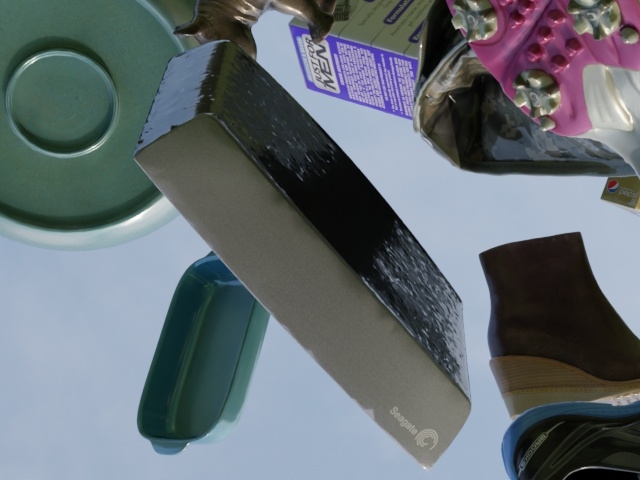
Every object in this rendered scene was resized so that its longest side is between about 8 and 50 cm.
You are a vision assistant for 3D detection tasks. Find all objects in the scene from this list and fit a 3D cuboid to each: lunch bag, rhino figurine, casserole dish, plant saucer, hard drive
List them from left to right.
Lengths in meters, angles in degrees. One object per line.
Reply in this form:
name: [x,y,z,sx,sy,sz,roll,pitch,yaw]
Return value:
plant saucer: [-0.233,-0.130,1.407,0.317,0.318,0.044,34,-164,-14]
casserole dish: [-0.091,0.095,1.299,0.037,0.114,0.188,31,-115,-37]
rhino figurine: [-0.032,-0.201,1.181,0.106,0.243,0.073,38,-172,-16]
hard drive: [0.000,0.000,0.917,0.255,0.054,0.172,48,-161,-18]
lunch bag: [0.188,-0.169,1.018,0.169,0.287,0.235,42,-111,-16]

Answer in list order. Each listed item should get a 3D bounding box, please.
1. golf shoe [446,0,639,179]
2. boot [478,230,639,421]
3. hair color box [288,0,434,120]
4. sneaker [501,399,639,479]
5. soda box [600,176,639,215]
golf shoe: [0.177,-0.101,0.789,0.306,0.115,0.140,48,-126,-4]
boot: [0.303,0.084,1.709,0.090,0.248,0.207,56,-154,-67]
hair color box: [0.158,-0.214,1.668,0.338,0.110,0.185,21,-124,30]
sneaker: [0.206,0.134,0.947,0.188,0.067,0.078,-7,-129,-6]
soda box: [0.450,-0.055,2.056,0.181,0.058,0.061,18,-89,-46]
